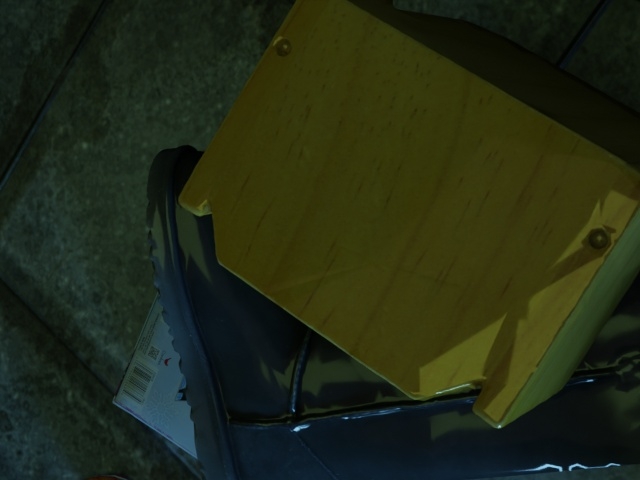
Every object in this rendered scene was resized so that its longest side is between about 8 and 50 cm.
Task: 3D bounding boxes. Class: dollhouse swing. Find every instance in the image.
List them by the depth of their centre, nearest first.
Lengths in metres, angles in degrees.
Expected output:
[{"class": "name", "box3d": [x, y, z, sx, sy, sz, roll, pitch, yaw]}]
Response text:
[{"class": "dollhouse swing", "box3d": [0.132, -0.038, 1.296, 0.346, 0.305, 0.315, 33, 94, 23]}]

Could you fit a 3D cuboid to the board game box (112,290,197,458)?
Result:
[{"class": "board game box", "box3d": [-0.035, 0.112, 1.556, 0.318, 0.066, 0.319, 31, 105, 24]}]

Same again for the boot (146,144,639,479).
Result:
[{"class": "boot", "box3d": [0.086, 0.058, 1.365, 0.445, 0.146, 0.367, -8, 105, 17]}]

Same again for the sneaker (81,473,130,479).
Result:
[{"class": "sneaker", "box3d": [-0.227, 0.310, 1.669, 0.175, 0.067, 0.064, 8, 97, 30]}]
